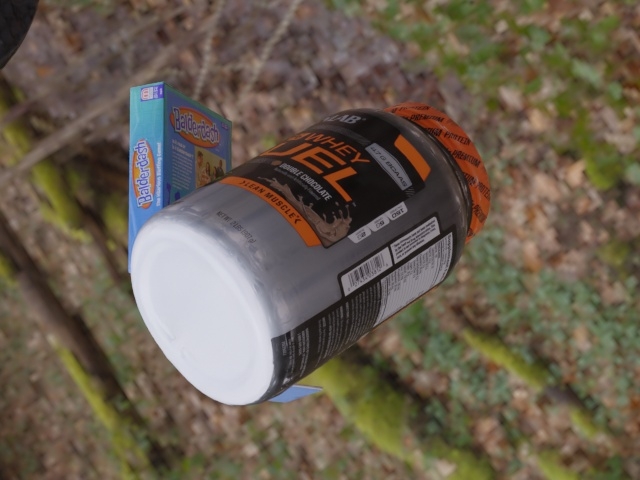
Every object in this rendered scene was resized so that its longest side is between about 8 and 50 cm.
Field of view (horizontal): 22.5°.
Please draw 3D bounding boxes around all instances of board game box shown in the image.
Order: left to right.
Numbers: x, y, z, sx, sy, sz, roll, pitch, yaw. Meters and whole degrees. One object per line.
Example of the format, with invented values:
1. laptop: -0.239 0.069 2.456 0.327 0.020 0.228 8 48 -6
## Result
1. board game box: -0.154 -0.053 1.797 0.047 0.210 0.160 -7 164 25

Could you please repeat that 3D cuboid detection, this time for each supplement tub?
1. supplement tub: 0.000 0.000 1.577 0.207 0.338 0.207 27 133 34

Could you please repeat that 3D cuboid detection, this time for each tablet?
1. tablet: -0.040 0.164 1.741 0.054 0.083 0.006 -22 70 29

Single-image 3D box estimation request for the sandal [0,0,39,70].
1. sandal: -0.282 -0.230 1.167 0.167 0.446 0.107 23 133 -18
